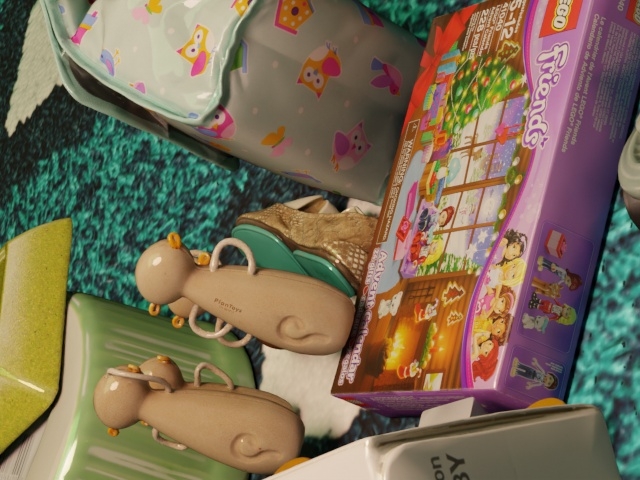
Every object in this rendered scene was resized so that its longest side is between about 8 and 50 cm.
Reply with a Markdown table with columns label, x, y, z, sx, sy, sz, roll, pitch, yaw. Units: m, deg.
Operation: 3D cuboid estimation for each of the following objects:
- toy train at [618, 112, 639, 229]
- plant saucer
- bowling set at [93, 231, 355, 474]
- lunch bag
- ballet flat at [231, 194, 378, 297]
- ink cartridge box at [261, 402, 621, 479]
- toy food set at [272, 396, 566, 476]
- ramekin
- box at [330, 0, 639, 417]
| label | x | y | z | sx | sy | sz | roll | pitch | yaw |
| --- | --- | --- | --- | --- | --- | --- | --- | --- | --- |
| toy train | 0.287 | -0.083 | 0.954 | 0.334 | 0.142 | 0.190 | -20 | 35 | 59 |
| plant saucer | -0.275 | 0.091 | 1.598 | 0.188 | 0.045 | 0.188 | -42 | 36 | 39 |
| bowling set | -0.085 | 0.095 | 1.435 | 0.200 | 0.154 | 0.287 | -88 | 18 | -65 |
| lunch bag | -0.076 | -0.143 | 1.488 | 0.262 | 0.223 | 0.160 | 23 | 91 | 43 |
| ballet flat | 0.000 | 0.000 | 1.498 | 0.067 | 0.073 | 0.206 | -44 | 26 | -15 |
| ink cartridge box | 0.012 | 0.272 | 1.041 | 0.385 | 0.160 | 0.279 | -29 | 72 | 50 |
| toy food set | 0.079 | 0.181 | 1.201 | 0.232 | 0.104 | 0.111 | -20 | 36 | 32 |
| ramekin | -0.196 | 0.189 | 1.594 | 0.303 | 0.148 | 0.303 | -41 | 37 | 41 |
| box | 0.114 | -0.028 | 1.300 | 0.201 | 0.057 | 0.293 | -10 | 61 | 59 |
